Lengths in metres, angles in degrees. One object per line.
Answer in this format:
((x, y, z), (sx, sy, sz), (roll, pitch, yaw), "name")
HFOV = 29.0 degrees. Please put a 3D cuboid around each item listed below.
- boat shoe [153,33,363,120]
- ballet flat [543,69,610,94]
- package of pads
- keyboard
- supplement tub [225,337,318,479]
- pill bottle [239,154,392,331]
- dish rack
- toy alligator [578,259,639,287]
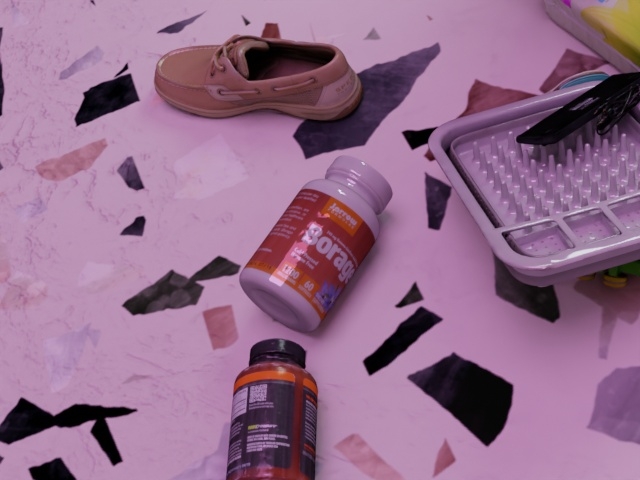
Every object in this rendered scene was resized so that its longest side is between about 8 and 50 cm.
((-0.105, -0.257, 1.823), (0.341, 0.110, 0.122), (5, 59, 24), "boat shoe")
((0.312, -0.184, 1.651), (0.168, 0.057, 0.052), (-28, 23, -2), "ballet flat")
((0.474, -0.326, 1.657), (0.229, 0.101, 0.296), (-37, 52, -5), "package of pads")
((0.340, -0.155, 1.535), (0.192, 0.038, 0.100), (-33, 19, -25), "keyboard")
((-0.055, 0.218, 1.473), (0.106, 0.106, 0.198), (-8, 54, 16), "supplement tub")
((0.000, 0.000, 1.595), (0.121, 0.121, 0.216), (22, 67, 32), "pill bottle")
((0.306, -0.066, 1.498), (0.285, 0.072, 0.333), (-17, 38, -6), "dish rack")
((0.367, 0.024, 1.485), (0.189, 0.056, 0.051), (13, 21, 27), "toy alligator")
